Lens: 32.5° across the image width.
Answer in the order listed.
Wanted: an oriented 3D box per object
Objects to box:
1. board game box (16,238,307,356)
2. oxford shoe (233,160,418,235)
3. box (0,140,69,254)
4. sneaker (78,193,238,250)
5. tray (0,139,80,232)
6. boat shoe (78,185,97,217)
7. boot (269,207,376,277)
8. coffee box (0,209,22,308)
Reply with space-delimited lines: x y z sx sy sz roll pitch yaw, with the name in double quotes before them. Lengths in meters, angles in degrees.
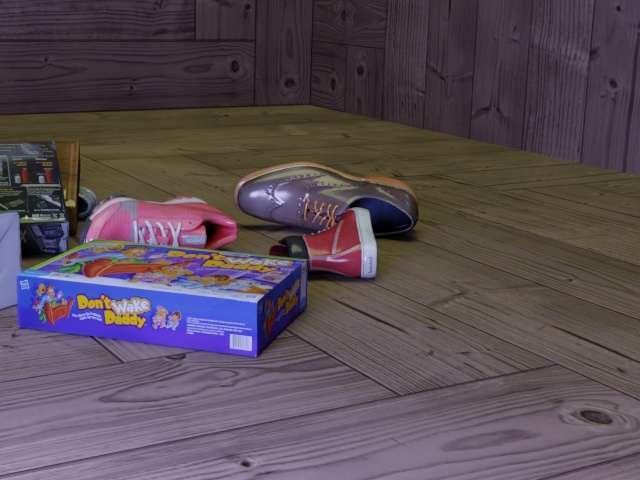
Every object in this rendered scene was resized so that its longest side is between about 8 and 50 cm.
"board game box" -0.216 0.073 1.556 0.347 0.078 0.233 5 14 14
"oxford shoe" 0.010 -0.073 2.116 0.363 0.130 0.133 2 19 1
"box" -0.608 -0.075 1.922 0.307 0.076 0.242 -3 41 -19
"sneaker" -0.265 -0.018 1.861 0.136 0.116 0.314 14 18 37
"tray" -0.668 -0.106 2.079 0.411 0.076 0.203 0 43 -10
"boat shoe" -0.559 -0.084 2.173 0.227 0.079 0.081 4 9 -4
"boot" 0.000 0.000 1.893 0.176 0.088 0.244 0 17 -2
"coffee box" -0.562 0.015 1.621 0.246 0.141 0.098 11 17 31
